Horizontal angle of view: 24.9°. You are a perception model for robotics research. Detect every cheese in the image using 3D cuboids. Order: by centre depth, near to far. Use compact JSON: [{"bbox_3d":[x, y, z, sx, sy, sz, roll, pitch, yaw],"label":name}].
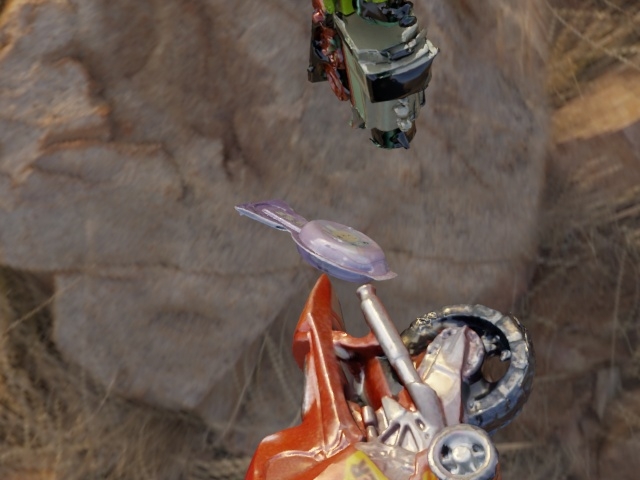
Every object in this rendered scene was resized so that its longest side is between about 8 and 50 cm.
[{"bbox_3d":[0.000,0.000,1.595,0.191,0.105,0.042,27,108,25],"label":"cheese"}]

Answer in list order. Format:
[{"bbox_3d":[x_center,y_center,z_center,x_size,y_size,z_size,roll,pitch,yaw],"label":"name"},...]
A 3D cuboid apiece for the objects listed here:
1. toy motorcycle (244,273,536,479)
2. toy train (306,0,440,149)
[{"bbox_3d":[0.019,0.150,0.812,0.171,0.298,0.089,5,145,24],"label":"toy motorcycle"},{"bbox_3d":[0.023,-0.124,0.703,0.053,0.249,0.085,-25,64,-9],"label":"toy train"}]
